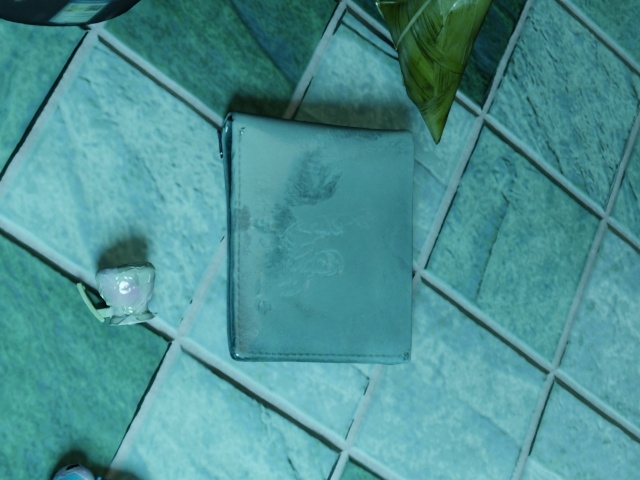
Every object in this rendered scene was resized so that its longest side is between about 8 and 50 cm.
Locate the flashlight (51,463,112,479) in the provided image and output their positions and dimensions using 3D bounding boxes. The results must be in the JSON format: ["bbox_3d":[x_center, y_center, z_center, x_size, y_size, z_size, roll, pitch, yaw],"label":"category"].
[{"bbox_3d":[-0.217,0.266,1.306,0.129,0.051,0.051,31,64,-32],"label":"flashlight"}]

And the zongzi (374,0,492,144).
[{"bbox_3d":[0.162,-0.231,1.575,0.094,0.205,0.205,-10,89,-25],"label":"zongzi"}]

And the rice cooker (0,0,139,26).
[{"bbox_3d":[-0.257,-0.344,1.299,0.267,0.224,0.267,8,74,-31],"label":"rice cooker"}]

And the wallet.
[{"bbox_3d":[-0.001,0.000,1.506,0.251,0.054,0.291,5,82,-29],"label":"wallet"}]

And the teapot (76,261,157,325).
[{"bbox_3d":[-0.211,0.058,1.351,0.083,0.064,0.064,-9,92,-3],"label":"teapot"}]
